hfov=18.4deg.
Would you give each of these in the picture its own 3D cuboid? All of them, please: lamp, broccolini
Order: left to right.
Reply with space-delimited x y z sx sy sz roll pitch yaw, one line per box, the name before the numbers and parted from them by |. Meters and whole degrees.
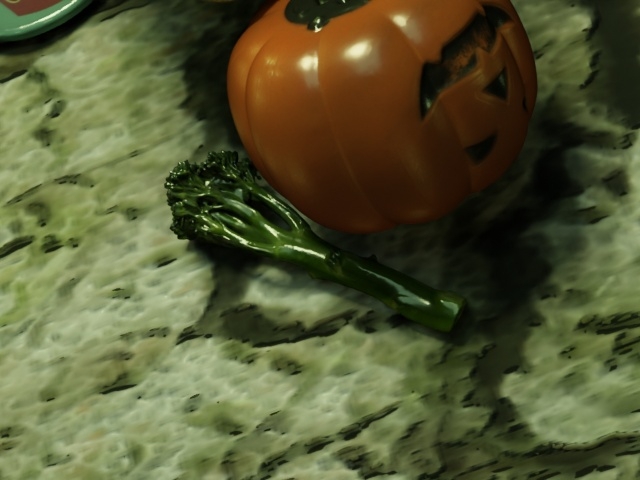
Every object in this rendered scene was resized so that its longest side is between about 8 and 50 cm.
broccolini | 0.000 0.002 1.257 0.216 0.058 0.067 21 113 21
lamp | 0.041 -0.087 1.212 0.187 0.164 0.188 -19 31 12

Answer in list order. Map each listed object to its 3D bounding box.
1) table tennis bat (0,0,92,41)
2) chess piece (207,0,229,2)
table tennis bat | -0.246 -0.183 1.447 0.244 0.040 0.153 -44 58 -11
chess piece | -0.164 -0.311 1.315 0.234 0.234 0.442 -51 37 -9
